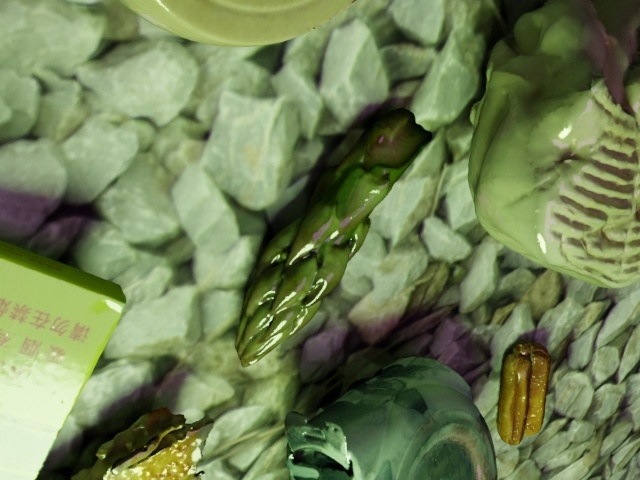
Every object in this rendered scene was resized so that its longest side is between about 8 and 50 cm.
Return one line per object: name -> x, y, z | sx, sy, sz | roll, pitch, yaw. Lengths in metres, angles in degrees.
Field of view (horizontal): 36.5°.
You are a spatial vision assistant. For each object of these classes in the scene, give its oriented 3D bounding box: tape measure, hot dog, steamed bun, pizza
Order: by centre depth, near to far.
pizza -> -0.244, 0.269, 0.903 | 0.251, 0.074, 0.287 | 8, 112, -40
steamed bun -> 0.258, -0.106, 0.929 | 0.320, 0.206, 0.275 | -19, 115, -25
tape measure -> 0.077, 0.266, 1.050 | 0.256, 0.147, 0.274 | -25, 110, -46
hot dog -> 0.261, 0.198, 1.255 | 0.071, 0.045, 0.165 | -22, 131, -21

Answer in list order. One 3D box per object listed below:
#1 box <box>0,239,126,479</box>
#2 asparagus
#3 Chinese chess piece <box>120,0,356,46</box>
box -> -0.307, 0.153, 0.745 | 0.187, 0.047, 0.335 | 24, 100, -29
asparagus -> 0.000, 0.000, 0.897 | 0.080, 0.080, 0.287 | 24, 104, -45
Chinese chess piece -> -0.050, -0.263, 0.651 | 0.273, 0.102, 0.273 | -19, 129, -25
